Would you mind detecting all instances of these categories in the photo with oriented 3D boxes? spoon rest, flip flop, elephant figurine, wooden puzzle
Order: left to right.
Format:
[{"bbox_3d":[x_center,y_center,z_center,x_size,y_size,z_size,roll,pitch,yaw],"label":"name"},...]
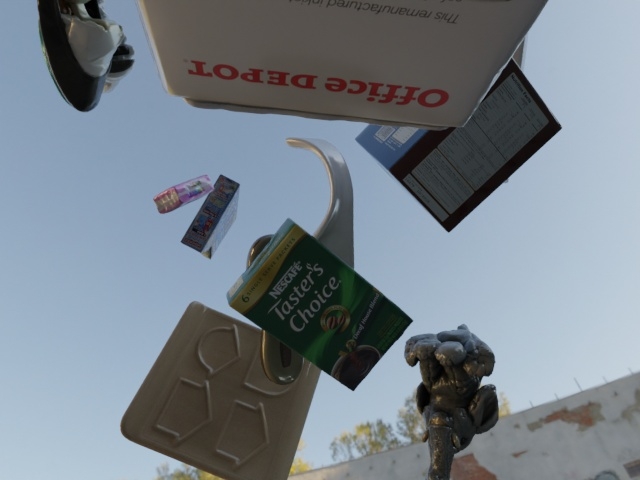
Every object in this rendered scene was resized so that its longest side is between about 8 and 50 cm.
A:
[{"bbox_3d":[-0.194,0.334,0.991,0.347,0.322,0.080,26,-41,-5],"label":"wooden puzzle"},{"bbox_3d":[-0.066,0.126,0.822,0.112,0.277,0.080,-5,2,-33],"label":"flip flop"},{"bbox_3d":[0.000,0.000,0.618,0.137,0.084,0.277,-12,-76,-46],"label":"spoon rest"},{"bbox_3d":[0.231,0.290,0.810,0.185,0.240,0.169,-5,1,-14],"label":"elephant figurine"}]

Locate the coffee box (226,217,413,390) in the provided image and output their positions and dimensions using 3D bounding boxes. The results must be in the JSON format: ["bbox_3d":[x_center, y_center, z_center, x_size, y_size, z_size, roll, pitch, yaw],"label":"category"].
[{"bbox_3d":[0.001,0.074,0.503,0.184,0.040,0.113,41,-90,-20],"label":"coffee box"}]

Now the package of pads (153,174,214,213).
[{"bbox_3d":[-0.203,-0.070,0.680,0.050,0.083,0.032,-19,-77,28],"label":"package of pads"}]

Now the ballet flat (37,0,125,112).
[{"bbox_3d":[-0.323,-0.310,0.601,0.096,0.095,0.281,6,-61,16],"label":"ballet flat"}]

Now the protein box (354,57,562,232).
[{"bbox_3d":[0.185,-0.157,0.673,0.201,0.200,0.136,-44,-67,11],"label":"protein box"}]

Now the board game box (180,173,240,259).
[{"bbox_3d":[-0.283,-0.038,1.178,0.060,0.194,0.194,27,-29,0],"label":"board game box"}]

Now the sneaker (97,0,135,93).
[{"bbox_3d":[-0.430,-0.407,0.823,0.110,0.292,0.118,-17,-3,-33],"label":"sneaker"}]

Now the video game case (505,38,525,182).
[{"bbox_3d":[0.383,-0.313,0.916,0.036,0.329,0.300,8,-6,22],"label":"video game case"}]

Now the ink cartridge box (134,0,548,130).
[{"bbox_3d":[0.022,-0.259,0.274,0.285,0.166,0.395,5,-23,-5],"label":"ink cartridge box"}]
